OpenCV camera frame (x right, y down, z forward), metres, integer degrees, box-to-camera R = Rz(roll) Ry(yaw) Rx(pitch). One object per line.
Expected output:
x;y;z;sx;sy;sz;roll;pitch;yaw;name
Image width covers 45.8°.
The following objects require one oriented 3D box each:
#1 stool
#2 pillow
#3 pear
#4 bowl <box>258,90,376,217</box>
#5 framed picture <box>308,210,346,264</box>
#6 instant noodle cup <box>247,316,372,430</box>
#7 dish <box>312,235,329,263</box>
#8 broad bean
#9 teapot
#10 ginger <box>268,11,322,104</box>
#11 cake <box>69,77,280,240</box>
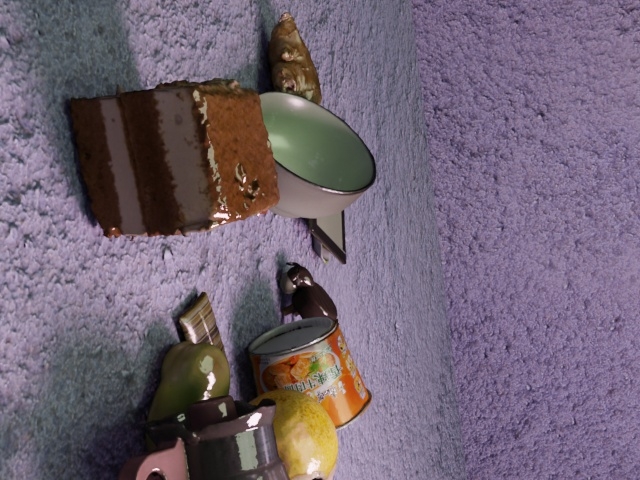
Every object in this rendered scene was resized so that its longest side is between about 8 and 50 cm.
-0.043;0.159;2.002;0.217;0.121;0.125;51;16;-10;stool
-0.247;0.224;1.634;0.113;0.038;0.203;-53;135;-53;pillow
-0.086;0.436;1.580;0.271;0.271;0.271;-2;90;-66;pear
-0.059;-0.178;1.835;0.185;0.354;0.354;-55;180;36;bowl
0.021;-0.131;2.233;0.265;0.016;0.347;43;41;-57;framed picture
-0.039;0.322;1.834;0.296;0.296;0.214;-35;110;-62;instant noodle cup
0.000;0.000;2.206;0.091;0.039;0.137;31;57;-62;dish
-0.265;0.332;1.511;0.189;0.121;0.263;31;72;-52;broad bean
-0.184;0.458;1.295;0.376;0.305;0.362;1;75;-59;teapot
-0.079;-0.448;1.977;0.219;0.123;0.270;-77;147;-59;ginger
-0.254;-0.153;1.364;0.255;0.290;0.282;-31;113;-64;cake
